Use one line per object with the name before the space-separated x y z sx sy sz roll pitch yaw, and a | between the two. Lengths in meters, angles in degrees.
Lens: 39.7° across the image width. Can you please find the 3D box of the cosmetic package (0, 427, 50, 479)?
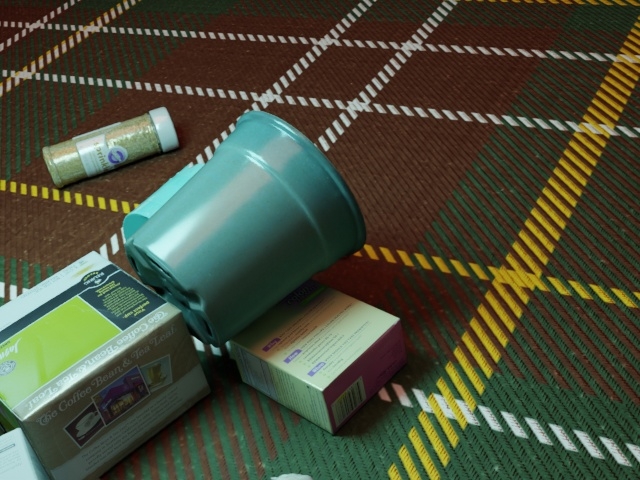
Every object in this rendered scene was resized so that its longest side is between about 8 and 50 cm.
cosmetic package | -0.454 0.454 1.350 0.138 0.224 0.224 -25 38 -16

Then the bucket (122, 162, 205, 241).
bucket | -0.272 -0.006 1.888 0.281 0.281 0.183 21 49 38

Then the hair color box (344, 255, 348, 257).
hair color box | 0.000 0.000 1.978 0.141 0.043 0.072 3 38 20

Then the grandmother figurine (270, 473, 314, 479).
grandmother figurine | -0.129 0.473 1.342 0.342 0.104 0.208 -35 69 -32

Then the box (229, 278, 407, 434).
box | -0.003 0.205 1.640 0.243 0.117 0.213 23 48 38

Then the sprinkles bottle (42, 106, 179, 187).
sprinkles bottle | -0.573 -0.256 2.438 0.355 0.121 0.121 -21 36 -10

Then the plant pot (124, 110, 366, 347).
plant pot | -0.153 -0.004 1.630 0.334 0.341 0.341 -42 44 -21

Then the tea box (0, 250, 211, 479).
tea box | -0.444 0.235 1.649 0.329 0.220 0.323 -35 40 -27
